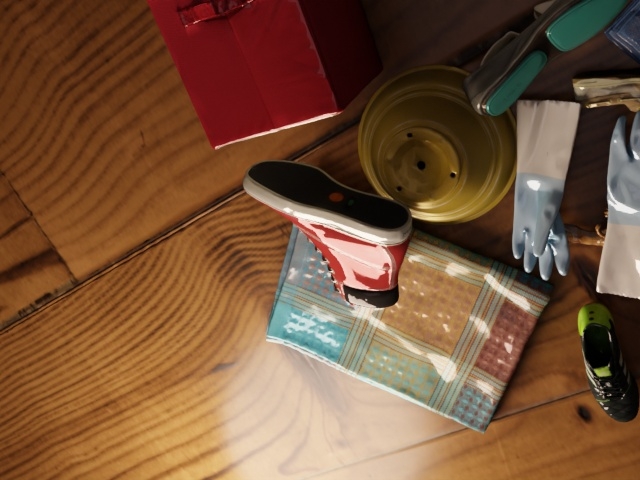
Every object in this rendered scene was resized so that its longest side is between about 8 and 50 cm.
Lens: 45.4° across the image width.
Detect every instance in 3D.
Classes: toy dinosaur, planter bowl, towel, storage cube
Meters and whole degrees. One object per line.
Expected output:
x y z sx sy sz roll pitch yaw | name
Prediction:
0.401 0.013 0.938 0.211 0.064 0.112 31 133 19 | toy dinosaur
0.137 -0.106 0.969 0.217 0.090 0.217 8 114 19 | planter bowl
0.108 0.103 1.102 0.370 0.040 0.271 23 119 12 | towel
-0.059 -0.246 0.924 0.184 0.215 0.193 -12 113 26 | storage cube
0.379 -0.253 0.840 0.067 0.029 0.119 41 121 1 | towel

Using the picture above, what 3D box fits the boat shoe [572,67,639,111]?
0.359 -0.171 0.876 0.135 0.050 0.045 7 118 31 | boat shoe

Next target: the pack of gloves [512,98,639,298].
0.311 -0.043 0.902 0.195 0.046 0.232 13 116 38 | pack of gloves

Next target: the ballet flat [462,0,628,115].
0.250 -0.234 0.879 0.213 0.072 0.068 -42 52 19 | ballet flat

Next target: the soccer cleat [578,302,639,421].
0.372 0.168 0.999 0.060 0.072 0.179 -14 106 27 | soccer cleat

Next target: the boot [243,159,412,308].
0.000 0.000 1.034 0.244 0.088 0.176 25 136 21 | boot
